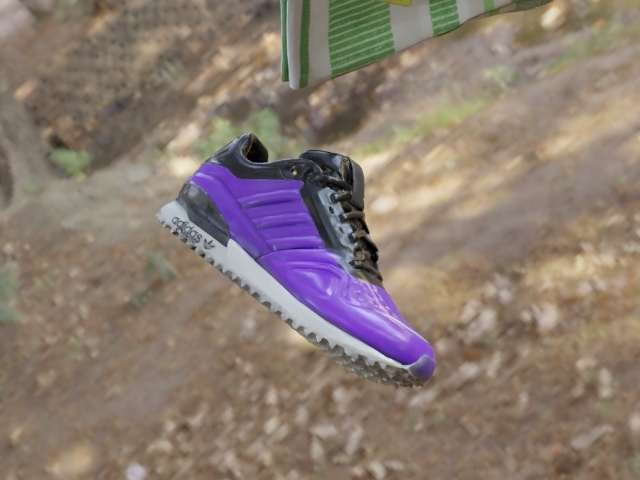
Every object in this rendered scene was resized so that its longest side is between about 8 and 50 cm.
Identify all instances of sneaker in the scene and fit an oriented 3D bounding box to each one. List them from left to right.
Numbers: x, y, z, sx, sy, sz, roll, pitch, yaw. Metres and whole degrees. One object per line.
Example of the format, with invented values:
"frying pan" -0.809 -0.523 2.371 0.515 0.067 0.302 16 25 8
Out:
"sneaker" -0.001 0.000 1.137 0.293 0.102 0.146 35 85 29

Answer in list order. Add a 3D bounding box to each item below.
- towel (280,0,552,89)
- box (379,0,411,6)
"towel" 0.105 -0.291 1.322 0.325 0.248 0.038 -22 46 -21
"box" 0.072 -0.314 1.099 0.087 0.058 0.232 -82 3 -54
